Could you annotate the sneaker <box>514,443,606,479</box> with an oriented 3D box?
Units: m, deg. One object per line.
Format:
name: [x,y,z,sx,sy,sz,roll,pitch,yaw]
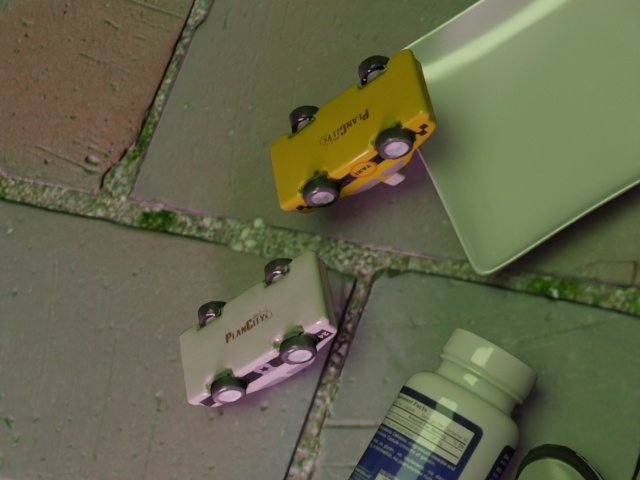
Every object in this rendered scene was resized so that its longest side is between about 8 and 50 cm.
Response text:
sneaker: [0.192,0.289,1.156,0.100,0.108,0.272,-14,60,25]

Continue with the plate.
plate: [0.221,-0.133,1.379,0.277,0.045,0.278,-32,55,13]

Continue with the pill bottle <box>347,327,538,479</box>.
pill bottle: [0.105,0.176,1.255,0.112,0.112,0.187,27,81,36]

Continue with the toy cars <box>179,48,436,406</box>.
toy cars: [0.000,0.000,1.405,0.176,0.087,0.394,29,94,48]
